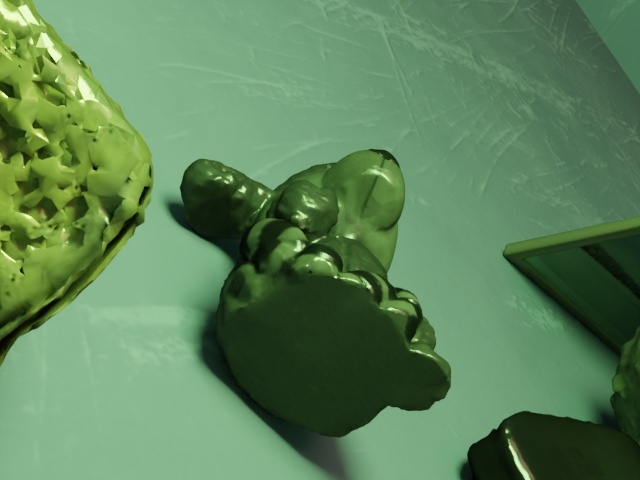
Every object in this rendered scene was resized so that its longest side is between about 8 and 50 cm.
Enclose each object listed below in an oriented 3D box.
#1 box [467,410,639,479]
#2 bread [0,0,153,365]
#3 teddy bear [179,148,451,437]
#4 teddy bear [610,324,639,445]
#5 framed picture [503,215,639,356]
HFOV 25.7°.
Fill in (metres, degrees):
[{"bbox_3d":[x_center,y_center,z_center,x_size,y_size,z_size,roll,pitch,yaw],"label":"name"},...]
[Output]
[{"bbox_3d":[0.250,0.279,1.130,0.290,0.073,0.289,18,41,-54],"label":"box"},{"bbox_3d":[-0.247,-0.045,0.685,0.248,0.279,0.315,47,-19,-13],"label":"bread"},{"bbox_3d":[-0.010,0.003,0.966,0.171,0.144,0.251,24,30,-23],"label":"teddy bear"},{"bbox_3d":[0.413,0.198,1.285,0.357,0.224,0.367,95,-18,-51],"label":"teddy bear"},{"bbox_3d":[0.364,0.071,1.500,0.289,0.213,0.016,39,57,-30],"label":"framed picture"}]
